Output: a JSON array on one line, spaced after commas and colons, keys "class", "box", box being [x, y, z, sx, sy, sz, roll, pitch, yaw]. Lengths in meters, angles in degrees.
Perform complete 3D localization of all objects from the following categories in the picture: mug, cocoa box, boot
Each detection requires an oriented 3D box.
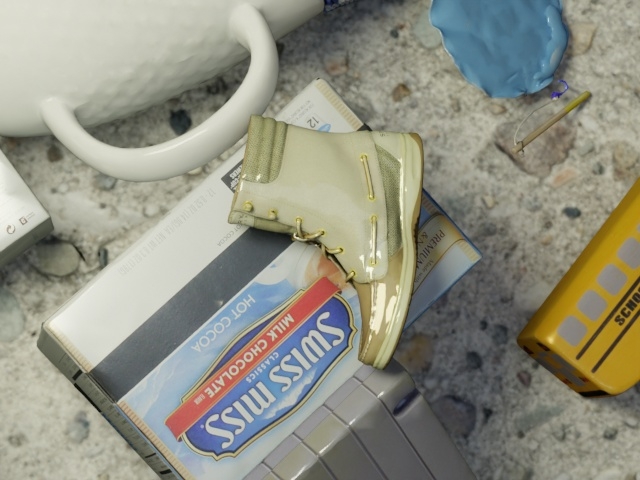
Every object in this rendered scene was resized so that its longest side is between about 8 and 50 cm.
[{"class": "mug", "box": [-0.182, -0.215, 1.766, 0.328, 0.276, 0.374, -31, 61, -4]}, {"class": "cocoa box", "box": [-0.063, 0.058, 1.797, 0.347, 0.231, 0.228, -42, 91, -11]}, {"class": "boot", "box": [0.000, 0.000, 1.656, 0.165, 0.077, 0.213, 8, 77, -10]}]

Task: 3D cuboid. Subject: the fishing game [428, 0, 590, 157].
[{"class": "fishing game", "box": [0.175, -0.230, 1.942, 0.189, 0.041, 0.264, -42, 105, -37]}]

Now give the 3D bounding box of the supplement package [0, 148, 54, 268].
[{"class": "supplement package", "box": [-0.378, -0.075, 1.809, 0.134, 0.139, 0.244, -37, 89, -8]}]

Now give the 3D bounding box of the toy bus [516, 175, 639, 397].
[{"class": "toy bus", "box": [0.352, 0.010, 1.933, 0.130, 0.108, 0.332, 39, 80, -1]}]

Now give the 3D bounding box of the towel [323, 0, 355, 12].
[{"class": "towel", "box": [-0.001, -0.401, 1.908, 0.243, 0.040, 0.336, -30, 89, -44]}]

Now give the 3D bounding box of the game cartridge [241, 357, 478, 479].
[{"class": "game cartridge", "box": [0.051, 0.285, 1.775, 0.230, 0.068, 0.355, -40, 133, -8]}]
